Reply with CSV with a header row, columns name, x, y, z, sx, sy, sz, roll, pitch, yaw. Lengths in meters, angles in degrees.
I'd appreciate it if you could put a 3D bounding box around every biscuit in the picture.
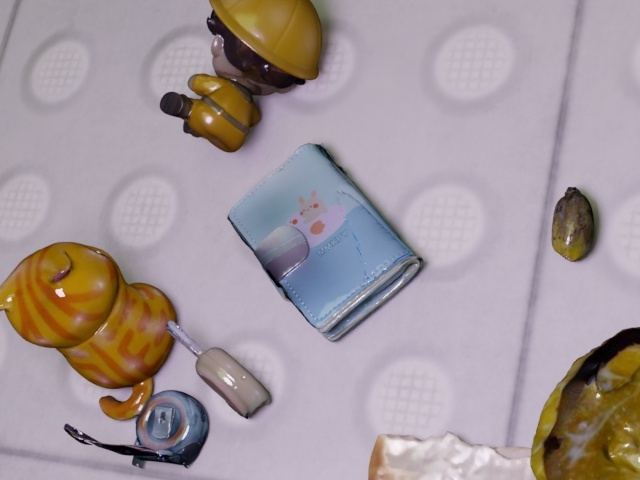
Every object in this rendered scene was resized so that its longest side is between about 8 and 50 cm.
name,x,y,z,sx,sy,sz,roll,pitch,yaw
biscuit,0.193,0.331,1.469,0.309,0.040,0.204,1,69,28

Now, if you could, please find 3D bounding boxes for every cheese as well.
name,x,y,z,sx,sy,sz,roll,pitch,yaw
cheese,-0.139,0.171,1.676,0.171,0.092,0.047,36,73,26

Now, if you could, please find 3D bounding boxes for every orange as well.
name,x,y,z,sx,sy,sz,roll,pitch,yaw
orange,0.389,0.269,1.288,0.369,0.210,0.271,36,63,25

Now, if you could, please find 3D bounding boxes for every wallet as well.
name,x,y,z,sx,sy,sz,roll,pitch,yaw
wallet,0.000,0.000,1.688,0.176,0.075,0.250,-40,56,2

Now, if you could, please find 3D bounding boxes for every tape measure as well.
name,x,y,z,sx,sy,sz,roll,pitch,yaw
tape measure,-0.236,0.237,1.653,0.104,0.180,0.107,-8,66,42

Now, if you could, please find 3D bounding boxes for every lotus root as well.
name,x,y,z,sx,sy,sz,roll,pitch,yaw
lotus root,0.313,-0.022,1.552,0.049,0.054,0.099,-7,66,35

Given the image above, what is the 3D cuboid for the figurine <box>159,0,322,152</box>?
name,x,y,z,sx,sy,sz,roll,pitch,yaw
figurine,-0.098,-0.250,1.782,0.167,0.192,0.256,19,84,44

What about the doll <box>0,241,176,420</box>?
name,x,y,z,sx,sy,sz,roll,pitch,yaw
doll,-0.315,0.102,1.707,0.167,0.269,0.162,-35,41,12
